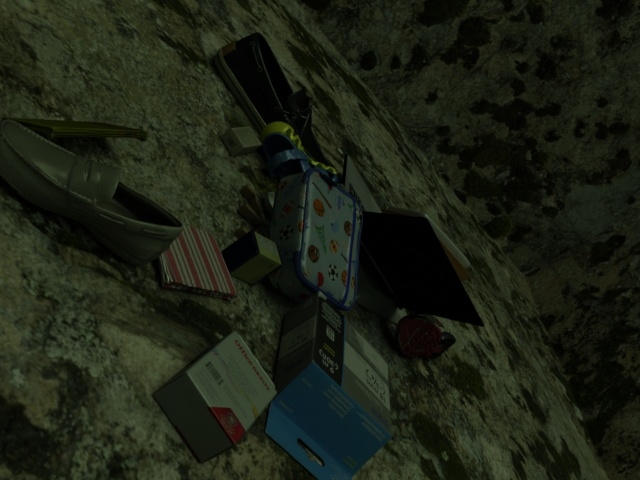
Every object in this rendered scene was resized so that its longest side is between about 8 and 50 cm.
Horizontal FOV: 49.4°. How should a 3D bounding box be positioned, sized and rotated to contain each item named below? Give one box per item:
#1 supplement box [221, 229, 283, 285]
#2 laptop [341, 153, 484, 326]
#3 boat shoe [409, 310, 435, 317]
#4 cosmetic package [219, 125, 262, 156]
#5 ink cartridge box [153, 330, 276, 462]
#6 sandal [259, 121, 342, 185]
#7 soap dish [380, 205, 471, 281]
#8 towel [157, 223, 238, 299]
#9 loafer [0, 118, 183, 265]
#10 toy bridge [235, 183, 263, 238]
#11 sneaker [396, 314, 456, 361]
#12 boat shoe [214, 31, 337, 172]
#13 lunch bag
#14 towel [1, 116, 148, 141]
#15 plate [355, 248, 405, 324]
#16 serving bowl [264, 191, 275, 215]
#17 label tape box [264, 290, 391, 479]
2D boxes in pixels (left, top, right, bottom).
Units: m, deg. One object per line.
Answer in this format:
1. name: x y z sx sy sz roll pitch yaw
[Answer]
1. supplement box: -0.134 0.035 1.378 0.083 0.083 0.056 31 33 -47
2. laptop: 0.236 -0.010 1.823 0.382 0.236 0.408 57 25 -33
3. boat shoe: 0.275 0.156 2.118 0.228 0.080 0.076 68 21 8
4. cosmetic package: -0.195 -0.244 1.709 0.060 0.041 0.115 57 21 2
5. ink cartridge box: -0.154 0.234 1.063 0.127 0.072 0.175 56 21 -1
6. sandal: -0.044 -0.164 1.833 0.317 0.126 0.138 38 30 -21
7. soap dish: 0.320 0.024 2.224 0.291 0.118 0.229 45 -12 -28
8. towel: -0.233 0.034 1.250 0.197 0.029 0.144 22 39 -59
9. loafer: -0.346 -0.081 1.044 0.319 0.111 0.112 39 27 -38
10. toy bridge: -0.154 -0.054 1.544 0.063 0.026 0.188 47 23 -29
11. sneaker: 0.271 0.254 1.924 0.112 0.121 0.299 52 9 28
12. boat shoe: -0.093 -0.354 1.938 0.500 0.156 0.187 55 19 -9
13. lunch bag: 0.000 0.000 1.536 0.243 0.115 0.303 36 51 -41
14. towel: -0.393 -0.181 1.141 0.237 0.102 0.021 -17 118 -67
15. plate: 0.142 0.087 1.960 0.278 0.045 0.277 33 31 -48
16. serving bowl: -0.107 -0.075 1.673 0.083 0.027 0.083 45 23 -26
17. label tape box: 0.027 0.290 1.333 0.240 0.106 0.333 47 23 -22
